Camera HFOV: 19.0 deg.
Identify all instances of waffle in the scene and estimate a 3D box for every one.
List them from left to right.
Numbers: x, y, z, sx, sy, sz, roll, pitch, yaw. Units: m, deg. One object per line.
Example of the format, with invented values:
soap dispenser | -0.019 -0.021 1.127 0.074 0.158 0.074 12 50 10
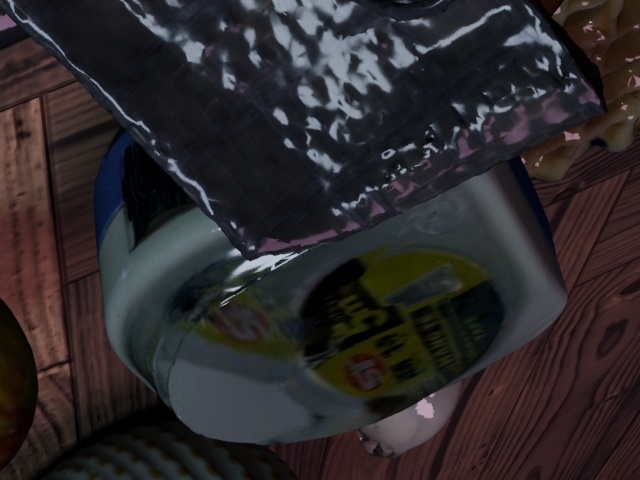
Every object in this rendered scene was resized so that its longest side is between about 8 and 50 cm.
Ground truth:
waffle | 0.141 -0.110 1.215 0.292 0.056 0.309 -41 155 30

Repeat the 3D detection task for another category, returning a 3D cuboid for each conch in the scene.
conch | -0.147 0.264 1.512 0.319 0.215 0.303 9 143 -9

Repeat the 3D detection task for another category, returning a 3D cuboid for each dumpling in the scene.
dumpling | 0.075 0.103 1.586 0.127 0.108 0.188 -47 158 -37

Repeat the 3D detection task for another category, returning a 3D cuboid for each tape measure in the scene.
tape measure | 0.002 0.000 1.090 0.262 0.138 0.259 -25 144 9

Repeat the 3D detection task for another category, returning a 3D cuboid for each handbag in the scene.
handbag | -0.023 -0.113 0.770 0.175 0.270 0.089 -35 -161 28

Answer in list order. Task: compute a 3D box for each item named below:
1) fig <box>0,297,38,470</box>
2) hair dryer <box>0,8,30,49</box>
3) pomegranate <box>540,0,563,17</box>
fig | -0.273 0.072 1.023 0.245 0.149 0.149 11 140 -32
hair dryer | -0.131 -0.091 0.923 0.173 0.050 0.195 -23 162 -10
pomegranate | 0.069 -0.166 0.856 0.220 0.156 0.156 -43 157 19
